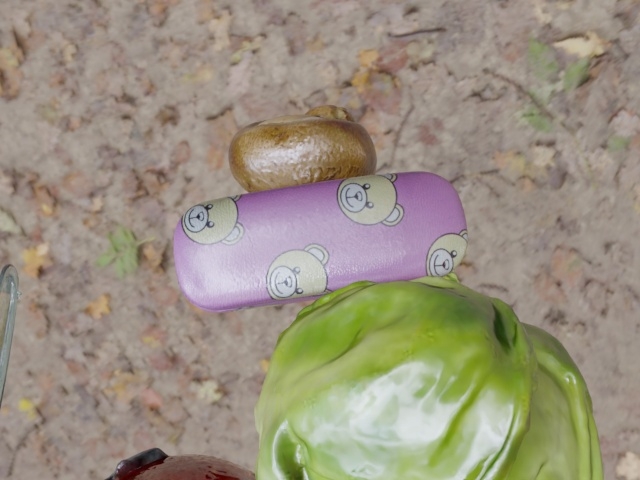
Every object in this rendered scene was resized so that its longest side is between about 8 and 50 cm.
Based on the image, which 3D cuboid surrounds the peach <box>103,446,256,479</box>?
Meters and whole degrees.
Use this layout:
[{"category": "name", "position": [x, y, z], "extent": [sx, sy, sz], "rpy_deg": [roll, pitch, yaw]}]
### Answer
[{"category": "peach", "position": [-0.157, 0.435, 1.102], "extent": [0.353, 0.416, 0.339], "rpy_deg": [-20, 125, 17]}]

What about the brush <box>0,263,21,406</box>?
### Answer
[{"category": "brush", "position": [-0.306, 0.164, 0.843], "extent": [0.060, 0.068, 0.296], "rpy_deg": [4, 77, -1]}]

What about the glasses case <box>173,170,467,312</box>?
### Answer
[{"category": "glasses case", "position": [0.000, 0.000, 1.078], "extent": [0.317, 0.076, 0.123], "rpy_deg": [-8, 78, -3]}]

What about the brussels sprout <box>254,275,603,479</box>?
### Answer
[{"category": "brussels sprout", "position": [0.077, 0.146, 0.746], "extent": [0.260, 0.227, 0.294], "rpy_deg": [30, 161, -26]}]

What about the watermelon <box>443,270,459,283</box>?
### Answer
[{"category": "watermelon", "position": [0.201, 0.132, 1.523], "extent": [0.069, 0.087, 0.163], "rpy_deg": [12, 121, 41]}]

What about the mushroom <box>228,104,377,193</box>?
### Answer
[{"category": "mushroom", "position": [-0.027, -0.136, 1.591], "extent": [0.253, 0.253, 0.153], "rpy_deg": [0, 98, 27]}]
